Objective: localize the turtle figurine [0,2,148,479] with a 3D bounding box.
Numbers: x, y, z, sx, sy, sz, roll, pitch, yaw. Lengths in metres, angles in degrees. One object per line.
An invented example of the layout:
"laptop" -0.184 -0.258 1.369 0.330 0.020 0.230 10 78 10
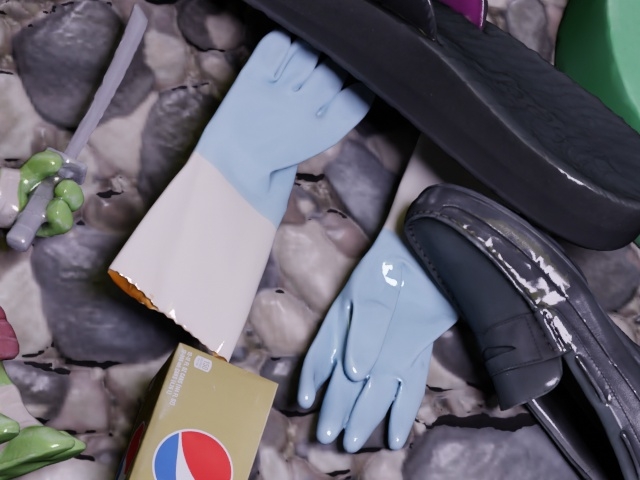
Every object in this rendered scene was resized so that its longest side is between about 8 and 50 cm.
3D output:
"turtle figurine" -0.162 -0.029 0.790 0.275 0.198 0.266 -12 74 -23

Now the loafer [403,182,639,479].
"loafer" 0.125 0.062 0.922 0.223 0.076 0.078 47 62 -4

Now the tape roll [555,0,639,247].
"tape roll" 0.316 -0.095 1.088 0.321 0.077 0.321 9 61 -17

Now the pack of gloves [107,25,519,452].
"pack of gloves" 0.000 0.000 0.940 0.195 0.046 0.232 41 53 -16

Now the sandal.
"sandal" 0.035 -0.172 0.962 0.446 0.107 0.167 38 29 6

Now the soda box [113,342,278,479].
"soda box" -0.080 0.147 0.808 0.058 0.061 0.181 23 58 -10
